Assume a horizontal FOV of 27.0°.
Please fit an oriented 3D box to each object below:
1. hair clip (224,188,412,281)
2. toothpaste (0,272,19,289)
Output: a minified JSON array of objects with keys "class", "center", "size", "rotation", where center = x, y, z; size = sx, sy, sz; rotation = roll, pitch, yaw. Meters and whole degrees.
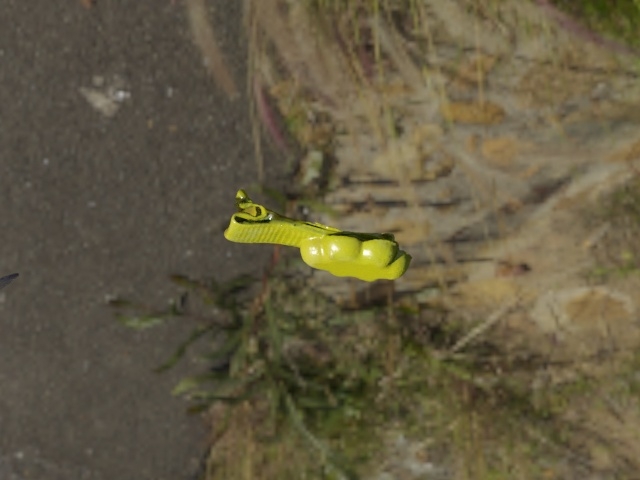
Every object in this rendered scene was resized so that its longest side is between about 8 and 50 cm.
[{"class":"hair clip","center":[0.000,0.000,1.225],"size":[0.173,0.046,0.072],"rotation":[19,159,-6]},{"class":"toothpaste","center":[-0.416,0.111,1.112],"size":[0.371,0.080,0.125],"rotation":[-23,-178,26]}]
